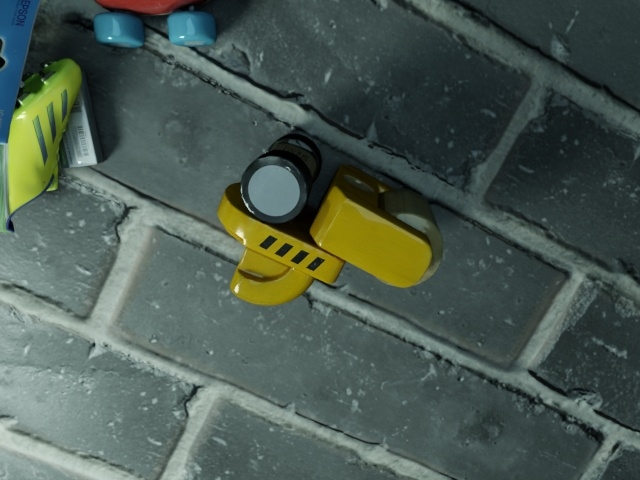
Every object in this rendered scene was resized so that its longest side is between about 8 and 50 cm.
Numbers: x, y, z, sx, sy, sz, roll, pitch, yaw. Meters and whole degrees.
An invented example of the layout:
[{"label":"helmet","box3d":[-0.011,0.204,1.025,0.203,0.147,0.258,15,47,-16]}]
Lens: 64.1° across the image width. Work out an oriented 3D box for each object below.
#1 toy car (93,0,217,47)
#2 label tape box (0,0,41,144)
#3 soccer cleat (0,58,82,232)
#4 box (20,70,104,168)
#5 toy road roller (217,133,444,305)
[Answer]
[{"label":"toy car","box3d":[-0.245,-0.388,0.672,0.210,0.238,0.219,-2,102,-4]},{"label":"label tape box","box3d":[-0.561,-0.209,0.696,0.347,0.115,0.249,0,68,-5]},{"label":"soccer cleat","box3d":[-0.433,-0.138,0.764,0.121,0.093,0.289,34,95,-42]},{"label":"box","box3d":[-0.453,-0.181,0.802,0.186,0.038,0.145,-8,103,-3]},{"label":"toy road roller","box3d":[0.000,0.000,0.799,0.329,0.202,0.241,25,111,-4]}]
